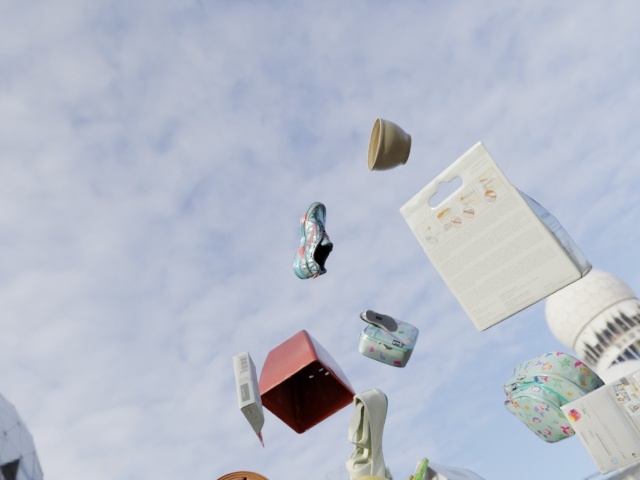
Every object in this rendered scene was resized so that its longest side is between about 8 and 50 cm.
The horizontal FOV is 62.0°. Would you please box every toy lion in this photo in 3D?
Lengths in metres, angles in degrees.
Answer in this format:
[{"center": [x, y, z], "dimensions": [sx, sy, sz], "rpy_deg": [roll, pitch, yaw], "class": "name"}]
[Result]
[{"center": [0.299, 0.706, 1.616], "dimensions": [0.096, 0.034, 0.100], "rpy_deg": [-59, -13, 3], "class": "toy lion"}]

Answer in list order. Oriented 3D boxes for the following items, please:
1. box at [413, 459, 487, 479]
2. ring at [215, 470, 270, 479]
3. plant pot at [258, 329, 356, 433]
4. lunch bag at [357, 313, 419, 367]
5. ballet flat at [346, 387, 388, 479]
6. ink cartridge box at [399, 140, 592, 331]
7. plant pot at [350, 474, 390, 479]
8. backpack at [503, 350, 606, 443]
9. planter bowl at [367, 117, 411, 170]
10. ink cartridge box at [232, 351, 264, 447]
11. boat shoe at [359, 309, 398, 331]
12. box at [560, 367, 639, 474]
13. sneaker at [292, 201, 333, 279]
[{"center": [0.388, 0.896, 1.652], "dimensions": [0.214, 0.168, 0.346], "rpy_deg": [18, -97, -20], "class": "box"}, {"center": [-0.283, 0.997, 1.899], "dimensions": [0.336, 0.337, 0.032], "rpy_deg": [-9, -38, -20], "class": "ring"}, {"center": [-0.065, 0.493, 1.956], "dimensions": [0.267, 0.236, 0.267], "rpy_deg": [-35, -59, 10], "class": "plant pot"}, {"center": [0.278, 0.404, 2.190], "dimensions": [0.279, 0.224, 0.108], "rpy_deg": [-30, -41, -68], "class": "lunch bag"}, {"center": [0.144, 0.699, 1.783], "dimensions": [0.139, 0.139, 0.401], "rpy_deg": [10, -101, -32], "class": "ballet flat"}, {"center": [0.413, -0.007, 1.320], "dimensions": [0.091, 0.385, 0.308], "rpy_deg": [-19, -18, -45], "class": "ink cartridge box"}, {"center": [0.098, 0.582, 0.990], "dimensions": [0.253, 0.239, 0.254], "rpy_deg": [1, -75, 2], "class": "plant pot"}, {"center": [0.668, 0.441, 1.517], "dimensions": [0.191, 0.225, 0.253], "rpy_deg": [-43, -8, -39], "class": "backpack"}, {"center": [0.213, -0.284, 1.623], "dimensions": [0.109, 0.162, 0.162], "rpy_deg": [8, -54, -6], "class": "planter bowl"}, {"center": [-0.193, 0.475, 1.588], "dimensions": [0.066, 0.189, 0.232], "rpy_deg": [-22, -50, 0], "class": "ink cartridge box"}, {"center": [0.191, 0.262, 1.747], "dimensions": [0.142, 0.049, 0.040], "rpy_deg": [28, -26, -23], "class": "boat shoe"}, {"center": [0.610, 0.361, 1.072], "dimensions": [0.186, 0.145, 0.038], "rpy_deg": [-33, -24, 15], "class": "box"}, {"center": [0.000, 0.000, 1.719], "dimensions": [0.104, 0.125, 0.262], "rpy_deg": [23, -110, -46], "class": "sneaker"}]
